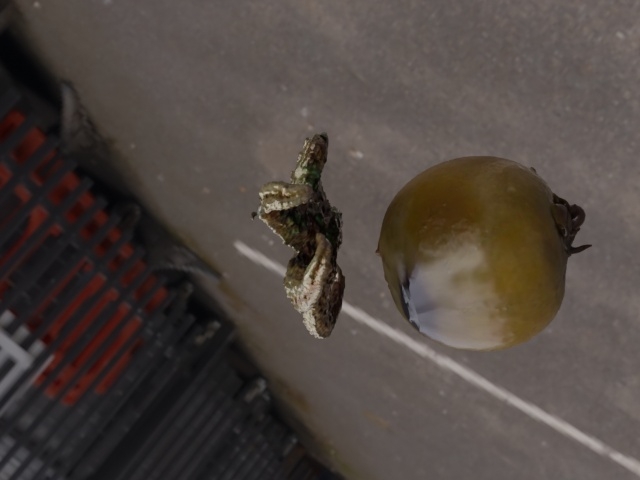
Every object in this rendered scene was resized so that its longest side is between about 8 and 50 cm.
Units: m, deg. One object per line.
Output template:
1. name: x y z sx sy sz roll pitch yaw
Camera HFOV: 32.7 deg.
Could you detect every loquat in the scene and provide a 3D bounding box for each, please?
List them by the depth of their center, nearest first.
1. loquat: 0.117 0.011 0.810 0.163 0.137 0.163 6 117 13

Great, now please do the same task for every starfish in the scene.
1. starfish: -0.010 -0.001 0.761 0.053 0.150 0.209 4 -169 5
